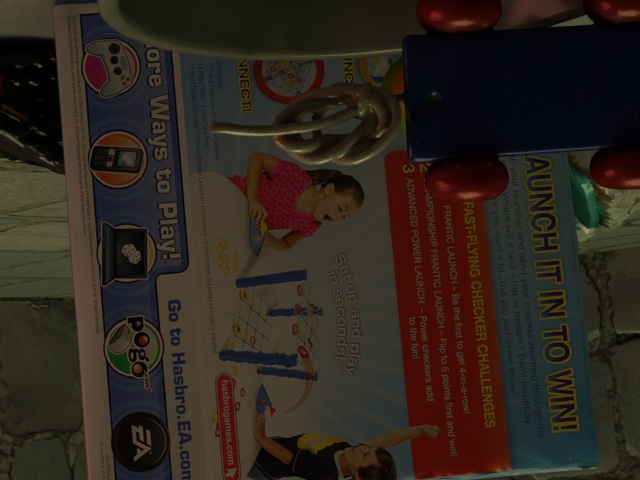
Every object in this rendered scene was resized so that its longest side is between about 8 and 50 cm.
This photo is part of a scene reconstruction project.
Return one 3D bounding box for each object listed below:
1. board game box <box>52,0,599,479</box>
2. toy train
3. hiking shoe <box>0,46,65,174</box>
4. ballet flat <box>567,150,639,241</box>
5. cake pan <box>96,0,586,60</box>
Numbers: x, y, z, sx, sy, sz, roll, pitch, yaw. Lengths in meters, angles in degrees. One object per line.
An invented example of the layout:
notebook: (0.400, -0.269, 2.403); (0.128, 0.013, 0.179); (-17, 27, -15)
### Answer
board game box: (0.000, 0.000, 0.919); (0.302, 0.308, 0.086); (-4, 175, -5)
toy train: (0.059, -0.077, 0.787); (0.248, 0.105, 0.143); (-5, -173, -9)
hiking shoe: (-0.225, -0.093, 1.002); (0.227, 0.086, 0.114); (8, 180, -43)
ballet flat: (0.242, -0.087, 1.319); (0.147, 0.147, 0.409); (-6, 177, 2)
cake pan: (0.034, -0.149, 0.745); (0.293, 0.054, 0.293); (-5, 174, -1)
